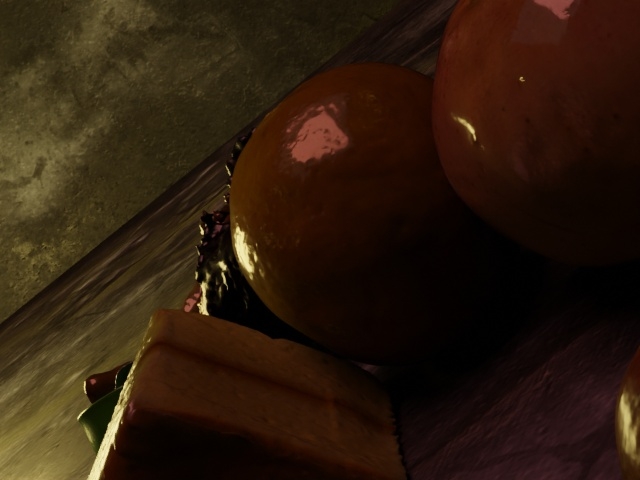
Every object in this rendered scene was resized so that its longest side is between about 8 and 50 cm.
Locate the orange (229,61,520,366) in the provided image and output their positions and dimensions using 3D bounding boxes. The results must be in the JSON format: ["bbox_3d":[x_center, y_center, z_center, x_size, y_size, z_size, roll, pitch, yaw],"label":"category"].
[{"bbox_3d":[0.047,-0.023,1.314,0.235,0.279,0.279,-20,20,26],"label":"orange"}]

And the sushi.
[{"bbox_3d":[-0.009,-0.026,1.598,0.207,0.234,0.348,-28,12,40],"label":"sushi"}]

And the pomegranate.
[{"bbox_3d":[0.229,-0.149,1.136,0.338,0.338,0.338,-37,13,10],"label":"pomegranate"}]

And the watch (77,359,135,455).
[{"bbox_3d":[-0.152,0.158,1.436,0.165,0.131,0.152,-29,-11,10],"label":"watch"}]

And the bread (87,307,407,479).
[{"bbox_3d":[-0.112,0.272,1.248,0.233,0.245,0.361,-94,26,-73],"label":"bread"}]

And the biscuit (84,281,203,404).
[{"bbox_3d":[-0.163,0.149,1.622,0.047,0.164,0.208,23,55,34],"label":"biscuit"}]

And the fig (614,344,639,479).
[{"bbox_3d":[0.218,0.119,0.704,0.148,0.202,0.149,-3,-5,-12],"label":"fig"}]
